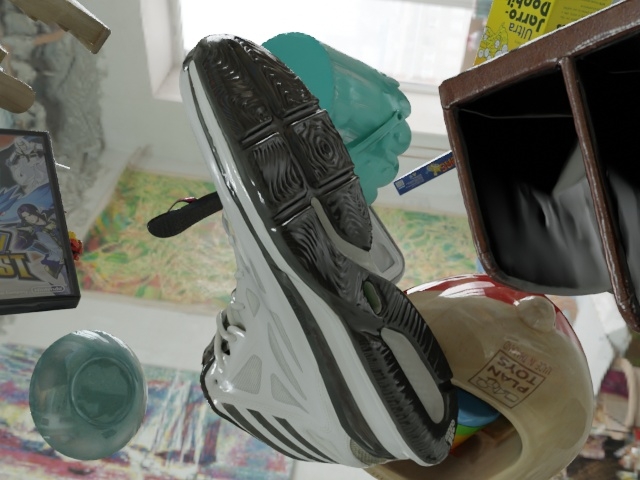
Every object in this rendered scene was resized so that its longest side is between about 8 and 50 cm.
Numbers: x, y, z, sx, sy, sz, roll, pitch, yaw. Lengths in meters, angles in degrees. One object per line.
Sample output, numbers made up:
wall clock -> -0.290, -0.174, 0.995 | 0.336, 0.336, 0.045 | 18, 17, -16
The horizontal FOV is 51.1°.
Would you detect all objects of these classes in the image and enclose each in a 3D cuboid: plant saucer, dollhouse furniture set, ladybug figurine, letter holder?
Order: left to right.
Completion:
dollhouse furniture set -> -0.439, -0.251, 0.927 | 0.242, 0.212, 0.161 | -52, -33, 7
plant saucer -> -0.333, 0.227, 1.003 | 0.037, 0.195, 0.195 | -22, 48, 40
ladybug figurine -> 0.168, 0.182, 0.851 | 0.162, 0.305, 0.449 | -57, 0, -40
letter holder -> 0.236, -0.003, 0.435 | 0.301, 0.152, 0.215 | 1, -104, -49

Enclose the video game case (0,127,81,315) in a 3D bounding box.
video game case -> -0.432, -0.027, 0.754 | 0.035, 0.274, 0.248 | -49, 53, 45

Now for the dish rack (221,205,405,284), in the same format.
dish rack -> 0.000, 0.000, 1.323 | 0.333, 0.285, 0.072 | 57, 164, -3

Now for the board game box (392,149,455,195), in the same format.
board game box -> 0.262, -0.163, 1.395 | 0.035, 0.201, 0.136 | 62, -148, -3

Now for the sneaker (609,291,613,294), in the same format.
sneaker -> 0.552, -0.003, 1.323 | 0.125, 0.340, 0.140 | -53, -14, -19

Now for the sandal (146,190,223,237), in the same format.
sandal -> -0.260, -0.058, 1.308 | 0.179, 0.040, 0.067 | -28, -28, -28

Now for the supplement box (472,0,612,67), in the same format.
supplement box -> 0.541, -0.546, 1.595 | 0.194, 0.195, 0.357 | 44, 129, 48

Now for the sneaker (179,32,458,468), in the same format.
sneaker -> -0.070, 0.045, 0.669 | 0.169, 0.257, 0.448 | -38, -77, -56

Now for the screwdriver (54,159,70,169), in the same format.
screwdriver -> -0.480, -0.140, 1.211 | 0.025, 0.024, 0.170 | 55, 177, -9

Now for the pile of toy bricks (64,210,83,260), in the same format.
pile of toy bricks -> -0.671, -0.036, 1.659 | 0.118, 0.212, 0.105 | 81, -153, -63

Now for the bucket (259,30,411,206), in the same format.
bucket -> -0.017, -0.179, 1.059 | 0.183, 0.281, 0.281 | 16, -101, -48
